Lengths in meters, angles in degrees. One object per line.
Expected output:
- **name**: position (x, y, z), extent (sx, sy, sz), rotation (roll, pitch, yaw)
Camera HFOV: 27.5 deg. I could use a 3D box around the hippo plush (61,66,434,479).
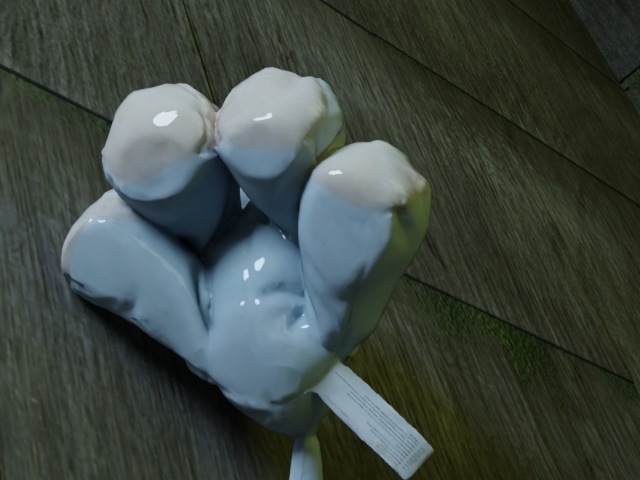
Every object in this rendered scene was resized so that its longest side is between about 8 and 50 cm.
- **hippo plush**: position (0.000, 0.000, 0.900), extent (0.294, 0.234, 0.236), rotation (48, 25, 1)
